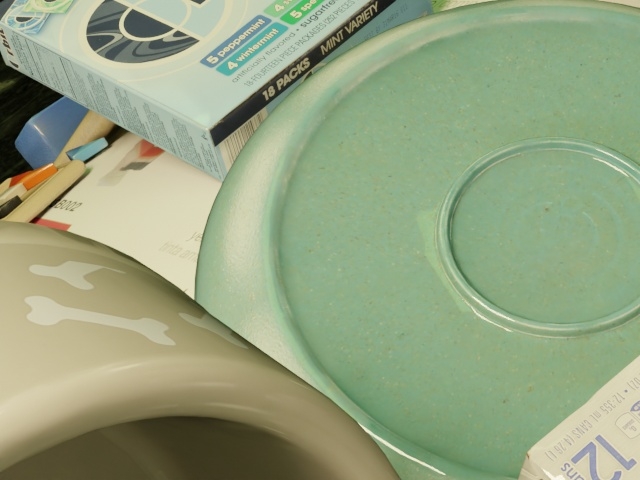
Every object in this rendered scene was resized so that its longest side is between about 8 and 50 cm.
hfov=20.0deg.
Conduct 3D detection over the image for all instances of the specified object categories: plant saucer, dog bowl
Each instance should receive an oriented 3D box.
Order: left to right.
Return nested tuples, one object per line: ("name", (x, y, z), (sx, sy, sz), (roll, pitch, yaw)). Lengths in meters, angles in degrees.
("dog bowl", (-0.094, 0.173, 0.544), (0.102, 0.348, 0.349), (14, 47, 43))
("plant saucer", (0.101, 0.006, 0.786), (0.318, 0.043, 0.317), (-2, 56, 3))

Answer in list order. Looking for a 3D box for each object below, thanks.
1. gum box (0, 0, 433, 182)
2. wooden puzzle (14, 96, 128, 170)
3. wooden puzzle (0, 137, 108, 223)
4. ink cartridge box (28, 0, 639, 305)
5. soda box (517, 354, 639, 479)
("gum box", (-0.061, -0.120, 0.967), (0.184, 0.041, 0.157), (28, 59, 37))
("wooden puzzle", (-0.079, -0.130, 1.230), (0.322, 0.080, 0.348), (-39, -6, -29))
("wooden puzzle", (-0.176, -0.022, 1.028), (0.079, 0.014, 0.116), (-13, 26, 40))
("ink cartridge box", (0.000, 0.000, 0.992), (0.385, 0.160, 0.279), (-39, 24, -21))
("soda box", (0.199, 0.042, 0.674), (0.286, 0.098, 0.091), (-37, 69, -20))
